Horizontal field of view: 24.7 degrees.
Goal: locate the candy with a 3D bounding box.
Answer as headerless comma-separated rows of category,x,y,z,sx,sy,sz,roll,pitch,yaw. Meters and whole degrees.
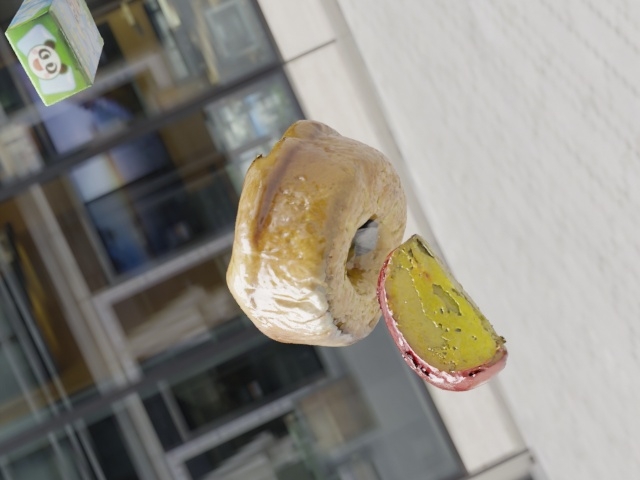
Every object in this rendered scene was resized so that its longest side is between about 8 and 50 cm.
candy,-0.297,-0.230,1.654,0.194,0.062,0.097,-100,-15,-68

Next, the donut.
donut,0.000,0.000,1.860,0.317,0.150,0.299,-43,-38,-57

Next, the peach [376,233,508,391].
peach,0.112,0.080,1.462,0.172,0.092,0.127,48,-173,-21
